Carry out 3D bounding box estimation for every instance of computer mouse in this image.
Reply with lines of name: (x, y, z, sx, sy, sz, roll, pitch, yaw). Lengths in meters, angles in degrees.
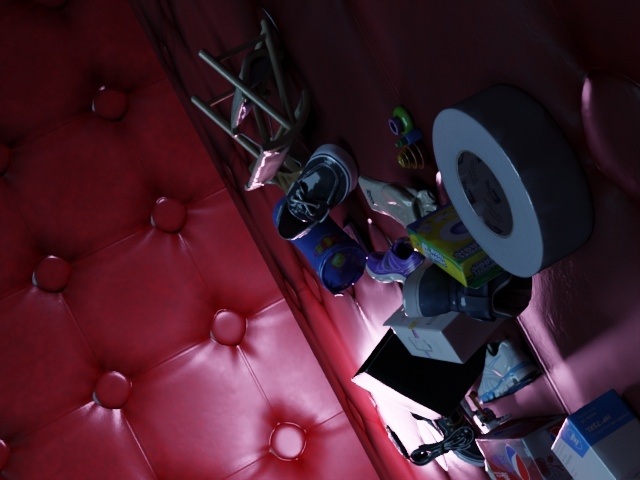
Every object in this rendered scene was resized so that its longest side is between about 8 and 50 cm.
computer mouse: (0.187, 0.323, 1.788, 0.184, 0.060, 0.262, -40, 82, 35)

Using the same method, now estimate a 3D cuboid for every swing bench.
swing bench: (-0.132, -0.273, 1.856, 0.255, 0.165, 0.253, 58, 161, 5)

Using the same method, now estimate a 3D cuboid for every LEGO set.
LEGO set: (0.308, 0.324, 1.686, 0.244, 0.060, 0.182, 54, 178, 42)

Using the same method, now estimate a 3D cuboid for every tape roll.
tape roll: (0.219, -0.069, 1.038, 0.219, 0.072, 0.219, 57, 168, 20)

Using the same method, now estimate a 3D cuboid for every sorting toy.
sorting toy: (0.125, -0.151, 1.339, 0.102, 0.042, 0.061, 64, 169, -4)

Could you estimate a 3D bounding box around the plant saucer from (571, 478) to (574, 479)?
plant saucer: (0.415, 0.417, 1.425, 0.119, 0.021, 0.119, 58, 168, 19)

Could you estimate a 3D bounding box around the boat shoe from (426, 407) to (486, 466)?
boat shoe: (0.275, 0.377, 1.802, 0.183, 0.065, 0.083, 38, 150, 30)

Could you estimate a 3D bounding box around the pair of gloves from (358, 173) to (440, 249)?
pair of gloves: (0.168, -0.003, 1.484, 0.240, 0.042, 0.204, 61, 165, -25)

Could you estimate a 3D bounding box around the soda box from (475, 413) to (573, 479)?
soda box: (0.338, 0.341, 1.431, 0.092, 0.083, 0.263, 62, 169, 9)

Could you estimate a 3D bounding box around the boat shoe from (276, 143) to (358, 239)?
boat shoe: (-0.019, -0.087, 1.801, 0.108, 0.102, 0.301, 41, 149, -2)

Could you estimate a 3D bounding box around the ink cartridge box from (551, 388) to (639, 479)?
ink cartridge box: (0.400, 0.319, 1.117, 0.231, 0.078, 0.134, 56, 167, 29)

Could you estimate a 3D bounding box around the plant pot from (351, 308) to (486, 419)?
plant pot: (0.184, 0.216, 1.571, 0.167, 0.188, 0.187, 38, 166, 5)

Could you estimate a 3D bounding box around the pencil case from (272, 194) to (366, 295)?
pencil case: (0.000, 0.000, 2.001, 0.133, 0.119, 0.306, 41, -175, -37)

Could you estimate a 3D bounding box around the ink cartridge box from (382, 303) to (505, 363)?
ink cartridge box: (0.192, 0.125, 1.398, 0.067, 0.115, 0.198, 53, 161, -13)

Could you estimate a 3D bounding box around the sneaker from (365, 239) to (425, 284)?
sneaker: (0.133, 0.030, 1.498, 0.170, 0.068, 0.071, 6, 118, 60)

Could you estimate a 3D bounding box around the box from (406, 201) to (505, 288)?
box: (0.201, 0.001, 1.195, 0.179, 0.105, 0.043, 42, 158, 58)

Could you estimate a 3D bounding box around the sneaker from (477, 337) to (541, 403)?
sneaker: (0.287, 0.202, 1.406, 0.191, 0.071, 0.083, 111, 137, -64)

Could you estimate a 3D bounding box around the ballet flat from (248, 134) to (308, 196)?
ballet flat: (-0.078, -0.176, 2.062, 0.342, 0.116, 0.124, -139, 44, -60)

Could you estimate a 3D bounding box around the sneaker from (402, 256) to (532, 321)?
sneaker: (0.225, 0.047, 1.261, 0.226, 0.163, 0.086, -49, -50, -58)

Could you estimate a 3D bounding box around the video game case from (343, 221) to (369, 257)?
video game case: (0.077, 0.008, 2.003, 0.087, 0.011, 0.122, 62, 169, 5)

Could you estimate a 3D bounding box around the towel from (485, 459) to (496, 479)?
towel: (0.419, 0.552, 1.599, 0.325, 0.038, 0.248, 62, 169, -28)
